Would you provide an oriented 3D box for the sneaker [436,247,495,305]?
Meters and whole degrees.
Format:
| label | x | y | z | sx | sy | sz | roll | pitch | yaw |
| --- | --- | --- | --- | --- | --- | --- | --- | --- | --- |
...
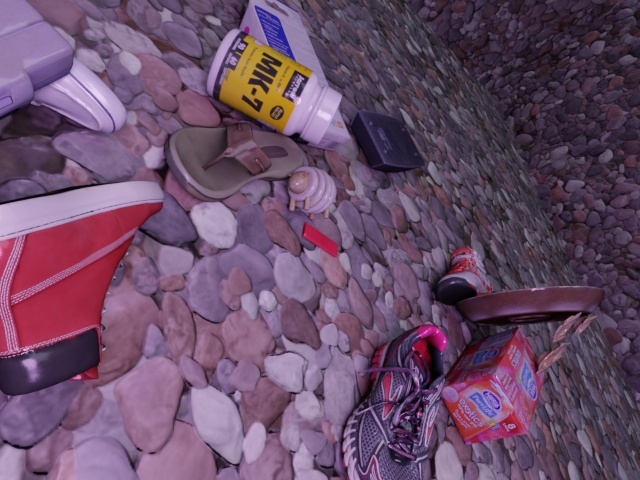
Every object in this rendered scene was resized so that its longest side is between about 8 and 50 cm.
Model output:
| label | x | y | z | sx | sy | sz | roll | pitch | yaw |
| --- | --- | --- | --- | --- | --- | --- | --- | --- | --- |
| sneaker | 0.348 | 0.083 | 1.027 | 0.270 | 0.090 | 0.145 | 20 | 49 | -45 |

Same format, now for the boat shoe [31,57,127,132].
| label | x | y | z | sx | sy | sz | roll | pitch | yaw |
| --- | --- | --- | --- | --- | --- | --- | --- | --- | --- |
| boat shoe | -0.334 | -0.182 | 0.448 | 0.226 | 0.083 | 0.076 | 34 | 58 | -17 |

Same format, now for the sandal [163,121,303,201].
| label | x | y | z | sx | sy | sz | roll | pitch | yaw |
| --- | --- | --- | --- | --- | --- | --- | --- | --- | --- |
| sandal | -0.118 | -0.146 | 0.650 | 0.120 | 0.086 | 0.302 | 58 | 36 | 1 |

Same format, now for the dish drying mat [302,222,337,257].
| label | x | y | z | sx | sy | sz | roll | pitch | yaw |
| --- | --- | --- | --- | --- | --- | --- | --- | --- | --- |
| dish drying mat | 0.000 | 0.000 | 0.749 | 0.083 | 0.008 | 0.032 | 34 | 43 | -31 |

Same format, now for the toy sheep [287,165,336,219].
| label | x | y | z | sx | sy | sz | roll | pitch | yaw |
| --- | --- | --- | --- | --- | --- | --- | --- | --- | --- |
| toy sheep | -0.013 | -0.086 | 0.736 | 0.132 | 0.091 | 0.091 | 22 | 47 | -57 |

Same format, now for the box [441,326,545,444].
| label | x | y | z | sx | sy | sz | roll | pitch | yaw |
| --- | --- | --- | --- | --- | --- | --- | --- | --- | --- |
| box | 0.365 | 0.293 | 0.858 | 0.256 | 0.128 | 0.123 | -17 | 78 | -54 |

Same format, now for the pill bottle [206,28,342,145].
| label | x | y | z | sx | sy | sz | roll | pitch | yaw |
| --- | --- | --- | --- | --- | --- | --- | --- | --- | --- |
| pill bottle | -0.076 | -0.257 | 0.706 | 0.208 | 0.119 | 0.119 | 25 | 44 | -10 |

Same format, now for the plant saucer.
| label | x | y | z | sx | sy | sz | roll | pitch | yaw |
| --- | --- | --- | --- | --- | --- | --- | --- | --- | --- |
| plant saucer | 0.473 | 0.158 | 0.939 | 0.310 | 0.310 | 0.050 | 15 | 64 | -43 |

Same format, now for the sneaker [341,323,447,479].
| label | x | y | z | sx | sy | sz | roll | pitch | yaw |
| --- | --- | --- | --- | --- | --- | --- | --- | --- | --- |
| sneaker | 0.119 | 0.243 | 0.601 | 0.120 | 0.112 | 0.299 | 34 | 39 | -8 |

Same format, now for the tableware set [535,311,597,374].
| label | x | y | z | sx | sy | sz | roll | pitch | yaw |
| --- | --- | --- | --- | --- | --- | --- | --- | --- | --- |
| tableware set | 0.516 | 0.217 | 0.872 | 0.141 | 0.169 | 0.020 | -4 | 33 | -37 |

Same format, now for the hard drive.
| label | x | y | z | sx | sy | sz | roll | pitch | yaw |
| --- | --- | --- | --- | --- | --- | --- | --- | --- | --- |
| hard drive | 0.184 | -0.262 | 1.116 | 0.254 | 0.054 | 0.172 | -13 | 74 | -52 |

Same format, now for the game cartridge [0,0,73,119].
| label | x | y | z | sx | sy | sz | roll | pitch | yaw |
| --- | --- | --- | --- | --- | --- | --- | --- | --- | --- |
| game cartridge | -0.402 | -0.139 | 0.289 | 0.230 | 0.068 | 0.355 | 49 | 50 | -19 |

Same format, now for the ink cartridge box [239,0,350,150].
| label | x | y | z | sx | sy | sz | roll | pitch | yaw |
| --- | --- | --- | --- | --- | --- | --- | --- | --- | --- |
| ink cartridge box | -0.067 | -0.377 | 0.899 | 0.175 | 0.069 | 0.371 | -1 | 68 | -49 |

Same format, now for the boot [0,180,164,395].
| label | x | y | z | sx | sy | sz | roll | pitch | yaw |
| --- | --- | --- | --- | --- | --- | --- | --- | --- | --- |
| boot | -0.227 | 0.033 | 0.414 | 0.244 | 0.088 | 0.176 | -59 | 141 | -71 |
